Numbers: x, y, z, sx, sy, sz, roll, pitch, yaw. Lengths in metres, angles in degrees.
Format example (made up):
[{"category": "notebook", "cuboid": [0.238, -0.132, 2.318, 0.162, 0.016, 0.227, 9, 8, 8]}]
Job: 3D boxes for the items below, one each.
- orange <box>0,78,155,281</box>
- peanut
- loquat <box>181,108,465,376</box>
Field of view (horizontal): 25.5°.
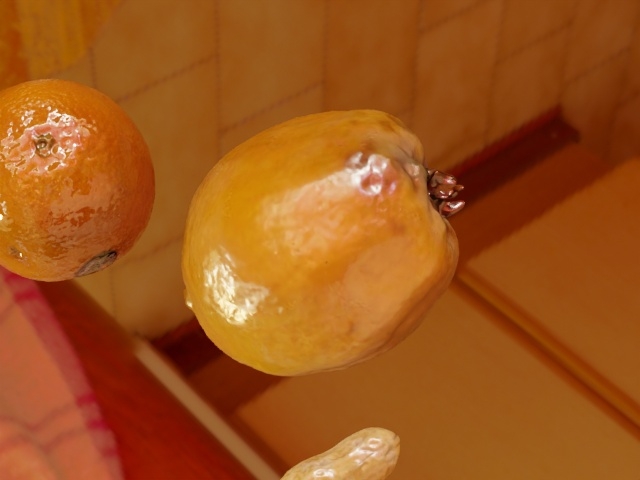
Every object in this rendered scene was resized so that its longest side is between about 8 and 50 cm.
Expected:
[{"category": "orange", "cuboid": [-0.250, -0.058, 1.321, 0.206, 0.206, 0.206, -31, 143, -27]}, {"category": "peanut", "cuboid": [0.023, 0.276, 1.667, 0.174, 0.080, 0.080, -29, 142, -22]}, {"category": "loquat", "cuboid": [0.000, 0.000, 1.023, 0.234, 0.187, 0.176, -22, 169, 25]}]
